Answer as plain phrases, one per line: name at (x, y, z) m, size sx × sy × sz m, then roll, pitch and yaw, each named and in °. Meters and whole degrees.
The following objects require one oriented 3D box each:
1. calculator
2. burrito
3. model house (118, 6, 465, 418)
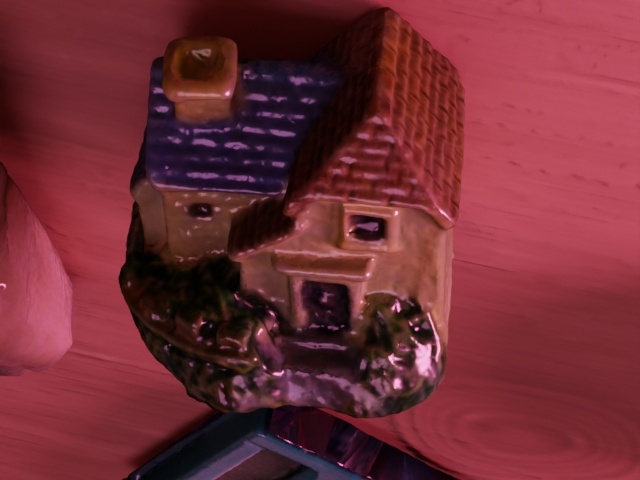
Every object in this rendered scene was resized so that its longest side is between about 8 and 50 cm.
calculator at (-0.007, 0.235, 1.442) m, size 0.274 × 0.058 × 0.248 m, roll 28°, pitch 143°, yaw -21°
burrito at (-0.273, 0.008, 1.117) m, size 0.190 × 0.135 × 0.332 m, roll -31°, pitch 142°, yaw -11°
model house at (-0.022, -0.029, 0.987) m, size 0.214 × 0.195 × 0.189 m, roll 7°, pitch 136°, yaw 5°
